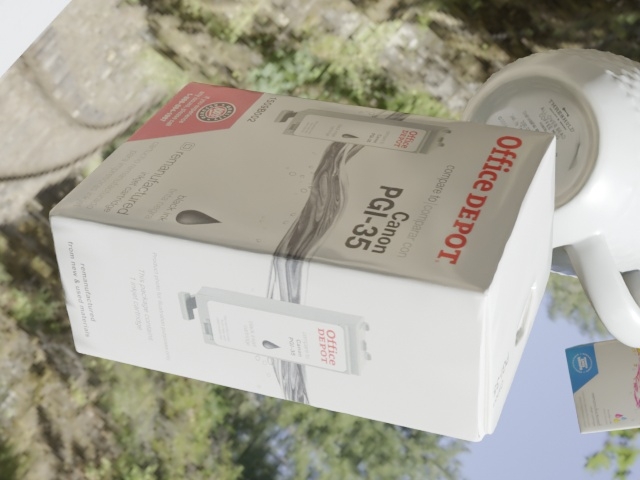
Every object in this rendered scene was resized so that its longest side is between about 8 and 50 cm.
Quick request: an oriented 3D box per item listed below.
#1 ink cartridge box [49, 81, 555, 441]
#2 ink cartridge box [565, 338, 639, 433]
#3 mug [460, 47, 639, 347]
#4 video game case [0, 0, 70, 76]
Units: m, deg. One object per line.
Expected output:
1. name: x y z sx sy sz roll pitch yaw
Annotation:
1. ink cartridge box: 0.000 0.000 0.726 0.207 0.283 0.117 -56 150 -51
2. ink cartridge box: 0.498 0.207 1.622 0.231 0.134 0.078 -13 173 27
3. mug: 0.324 -0.050 1.292 0.276 0.374 0.328 -27 163 28
4. video game case: -0.200 -0.177 0.444 0.329 0.300 0.036 -59 160 -33
